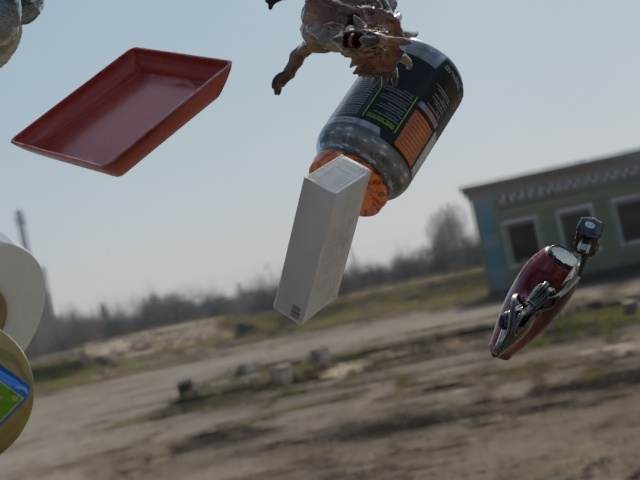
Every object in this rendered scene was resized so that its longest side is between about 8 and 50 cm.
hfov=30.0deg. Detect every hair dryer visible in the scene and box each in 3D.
[{"bbox_3d":[0.275,0.087,1.632,0.223,0.080,0.293,-43,-19,-17],"label":"hair dryer"}]

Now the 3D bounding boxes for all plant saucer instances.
[{"bbox_3d":[-0.283,-0.184,1.737,0.258,0.047,0.259,16,51,45],"label":"plant saucer"}]

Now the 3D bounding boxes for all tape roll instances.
[{"bbox_3d":[-0.518,0.102,1.633,0.100,0.286,0.286,34,21,27],"label":"tape roll"}]

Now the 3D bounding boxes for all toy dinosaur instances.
[{"bbox_3d":[0.046,-0.286,1.502,0.200,0.127,0.295,2,45,21],"label":"toy dinosaur"}]

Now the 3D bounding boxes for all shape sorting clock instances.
[{"bbox_3d":[-0.451,0.185,1.441,0.206,0.206,0.040,-11,21,-11],"label":"shape sorting clock"}]

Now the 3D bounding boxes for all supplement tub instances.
[{"bbox_3d":[0.119,-0.209,2.220,0.193,0.193,0.316,-16,35,57],"label":"supplement tub"}]

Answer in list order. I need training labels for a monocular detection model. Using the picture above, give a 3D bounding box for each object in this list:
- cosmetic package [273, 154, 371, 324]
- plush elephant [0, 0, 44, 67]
[{"bbox_3d":[0.000,0.000,1.737,0.060,0.239,0.099,31,38,23],"label":"cosmetic package"},{"bbox_3d":[-0.491,-0.327,1.532,0.255,0.272,0.330,-51,12,34],"label":"plush elephant"}]
